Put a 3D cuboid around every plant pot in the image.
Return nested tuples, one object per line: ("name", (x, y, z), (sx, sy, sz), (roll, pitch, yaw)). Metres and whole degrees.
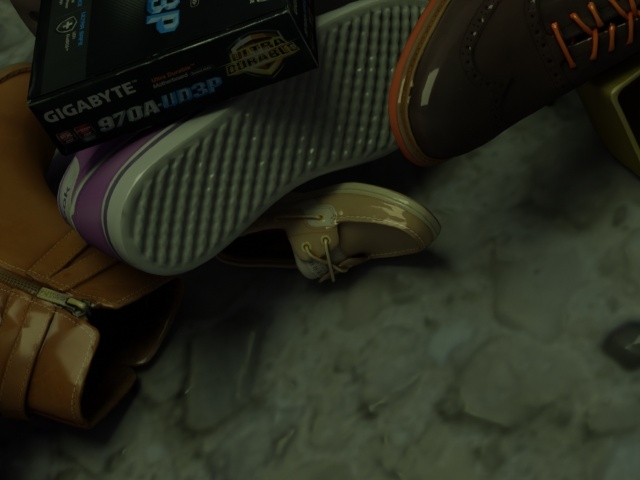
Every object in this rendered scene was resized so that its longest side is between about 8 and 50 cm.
("plant pot", (0.206, -0.099, 0.971), (0.081, 0.081, 0.083), (-38, 33, -9))

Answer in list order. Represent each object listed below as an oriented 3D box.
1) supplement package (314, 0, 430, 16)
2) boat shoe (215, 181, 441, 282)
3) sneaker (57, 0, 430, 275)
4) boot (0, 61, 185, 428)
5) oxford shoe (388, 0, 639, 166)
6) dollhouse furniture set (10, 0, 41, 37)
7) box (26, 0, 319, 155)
("supplement package", (0.108, -0.234, 1.081), (0.194, 0.149, 0.203), (16, 61, 35))
("boat shoe", (0.000, 0.000, 0.998), (0.170, 0.063, 0.059), (2, 55, 38))
("sneaker", (-0.051, -0.086, 1.008), (0.282, 0.102, 0.161), (-31, 22, -22))
("boot", (-0.192, -0.001, 1.056), (0.220, 0.109, 0.283), (9, 52, 28))
("oxford shoe", (0.150, -0.140, 0.914), (0.271, 0.097, 0.098), (-44, 30, -21))
("dollhouse furniture set", (-0.195, -0.262, 1.223), (0.129, 0.183, 0.129), (13, 59, 33))
("box", (-0.094, -0.166, 0.976), (0.175, 0.051, 0.220), (-17, 43, 13))
